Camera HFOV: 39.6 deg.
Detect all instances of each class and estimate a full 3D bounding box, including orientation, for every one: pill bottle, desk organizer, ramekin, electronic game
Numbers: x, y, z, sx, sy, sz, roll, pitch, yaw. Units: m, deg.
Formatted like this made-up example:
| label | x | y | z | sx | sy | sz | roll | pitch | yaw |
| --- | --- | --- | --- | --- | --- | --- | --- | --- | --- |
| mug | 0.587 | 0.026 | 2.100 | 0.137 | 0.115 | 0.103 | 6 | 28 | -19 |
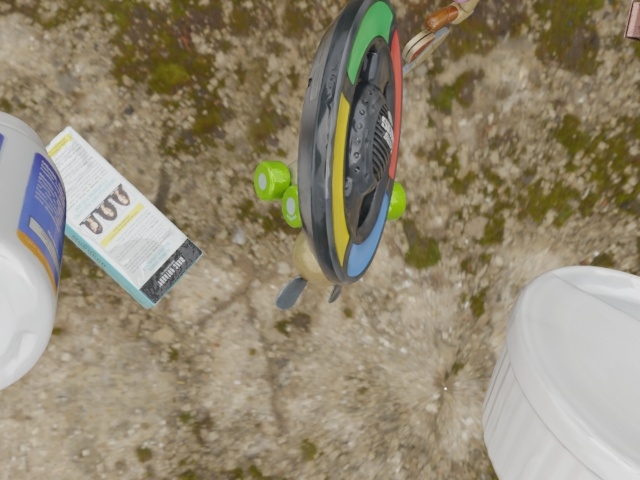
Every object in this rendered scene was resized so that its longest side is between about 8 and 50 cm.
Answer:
| label | x | y | z | sx | sy | sz | roll | pitch | yaw |
| --- | --- | --- | --- | --- | --- | --- | --- | --- | --- |
| pill bottle | -0.289 | -0.008 | 0.732 | 0.152 | 0.272 | 0.152 | -5 | 119 | -10 |
| desk organizer | 0.444 | -0.274 | 1.144 | 0.050 | 0.130 | 0.047 | 18 | 104 | 40 |
| ramekin | 0.257 | 0.151 | 0.721 | 0.272 | 0.273 | 0.127 | 29 | 124 | 11 |
| electronic game | 0.032 | -0.078 | 0.700 | 0.048 | 0.229 | 0.229 | 7 | 82 | 16 |

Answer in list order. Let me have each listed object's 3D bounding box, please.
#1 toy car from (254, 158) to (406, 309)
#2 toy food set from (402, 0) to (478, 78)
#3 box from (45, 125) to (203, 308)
| label | x | y | z | sx | sy | sz | roll | pitch | yaw |
| --- | --- | --- | --- | --- | --- | --- | --- | --- | --- |
| toy car | 0.000 | 0.000 | 1.141 | 0.149 | 0.155 | 0.189 | 41 | 128 | 49 |
| toy food set | 0.111 | -0.201 | 0.798 | 0.122 | 0.078 | 0.019 | -43 | 83 | 0 |
| box | -0.281 | -0.028 | 1.182 | 0.244 | 0.060 | 0.100 | 45 | 68 | -9 |
